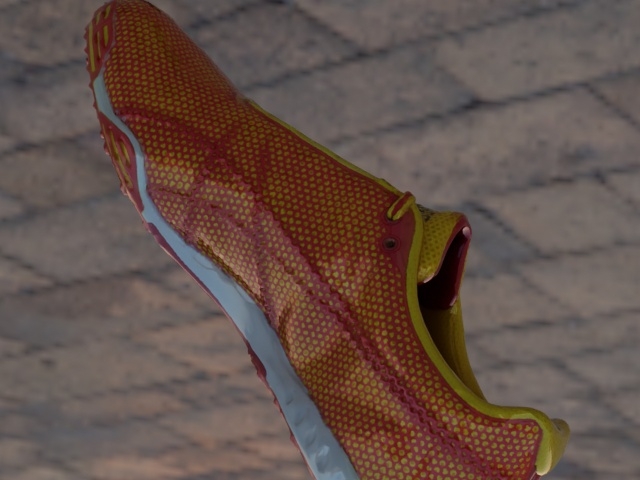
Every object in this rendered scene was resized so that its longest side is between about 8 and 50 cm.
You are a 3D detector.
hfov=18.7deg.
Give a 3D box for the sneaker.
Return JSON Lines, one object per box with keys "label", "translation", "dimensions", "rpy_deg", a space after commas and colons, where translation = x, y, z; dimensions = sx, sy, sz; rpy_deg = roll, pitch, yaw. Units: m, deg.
{"label": "sneaker", "translation": [0.000, 0.000, 0.497], "dimensions": [0.067, 0.175, 0.064], "rpy_deg": [-40, 161, 8]}
